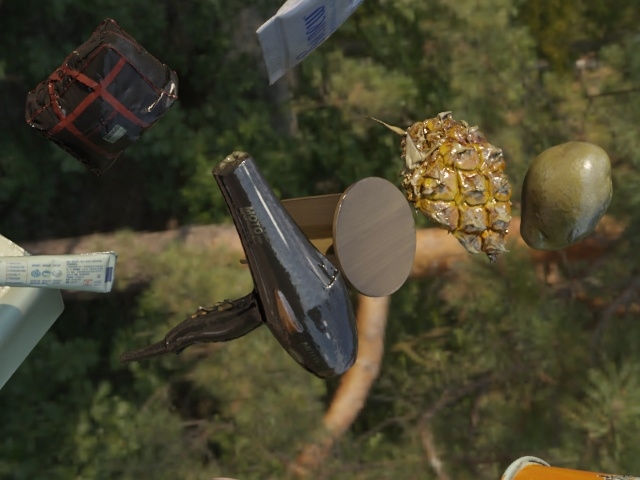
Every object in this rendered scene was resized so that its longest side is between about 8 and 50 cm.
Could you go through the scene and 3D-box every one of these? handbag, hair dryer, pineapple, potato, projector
[{"bbox_3d":[-0.350,-0.228,1.767,0.169,0.215,0.155,38,22,-32],"label":"handbag"},{"bbox_3d":[-0.144,0.075,1.414,0.304,0.359,0.120,59,27,-17],"label":"hair dryer"},{"bbox_3d":[0.236,-0.131,2.006,0.161,0.158,0.335,-46,-122,41],"label":"pineapple"},{"bbox_3d":[0.442,-0.079,2.021,0.178,0.160,0.235,-50,167,-51],"label":"potato"},{"bbox_3d":[-0.640,0.124,1.990,0.249,0.248,0.248,-55,171,-24],"label":"projector"}]

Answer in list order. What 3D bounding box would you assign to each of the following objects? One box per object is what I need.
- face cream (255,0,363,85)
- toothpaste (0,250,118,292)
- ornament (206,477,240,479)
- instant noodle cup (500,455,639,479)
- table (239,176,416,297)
[{"bbox_3d":[0.063,-0.397,1.521,0.137,0.420,0.235,43,-5,5],"label":"face cream"},{"bbox_3d":[-0.469,0.051,1.830,0.047,0.268,0.069,-14,-103,63],"label":"toothpaste"},{"bbox_3d":[-0.157,0.453,1.702,0.177,0.177,0.178,-8,90,-84],"label":"ornament"},{"bbox_3d":[0.270,0.323,0.896,0.296,0.213,0.297,15,73,-57],"label":"instant noodle cup"},{"bbox_3d":[0.000,0.000,1.602,0.167,0.226,0.167,4,85,-45],"label":"table"}]
